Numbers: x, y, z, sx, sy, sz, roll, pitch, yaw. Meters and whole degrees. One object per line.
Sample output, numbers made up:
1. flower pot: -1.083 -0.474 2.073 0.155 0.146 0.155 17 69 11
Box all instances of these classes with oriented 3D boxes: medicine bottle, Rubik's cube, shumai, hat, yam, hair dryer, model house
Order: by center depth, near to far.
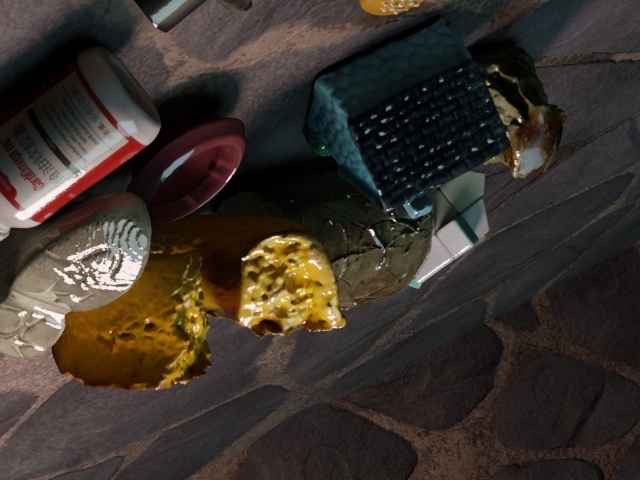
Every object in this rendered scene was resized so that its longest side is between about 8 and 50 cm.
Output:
1. hair dryer: -0.097 -0.307 1.568 0.195 0.078 0.248 -36 172 8
2. medicine bottle: -0.313 -0.104 1.599 0.250 0.131 0.131 -35 163 7
3. hat: -0.192 -0.107 1.881 0.205 0.089 0.205 -34 162 -13
4. model house: 0.148 -0.159 2.095 0.261 0.241 0.226 -28 160 -17
5. yam: 0.000 0.000 2.290 0.348 0.241 0.241 -9 151 -46
6. shumai: 0.303 -0.188 2.317 0.225 0.222 0.261 -44 167 14
7. Rubik's cube: 0.169 -0.040 2.502 0.265 0.224 0.213 -29 178 -20

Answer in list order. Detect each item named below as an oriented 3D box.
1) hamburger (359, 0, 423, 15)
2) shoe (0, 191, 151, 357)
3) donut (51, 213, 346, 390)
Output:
1. hamburger: 0.093 -0.347 1.683 0.162 0.115 0.162 -28 162 -10
2. shoe: -0.324 -0.010 1.748 0.132 0.210 0.342 23 140 -30
3. donut: -0.203 0.062 1.972 0.377 0.163 0.435 7 -163 38
